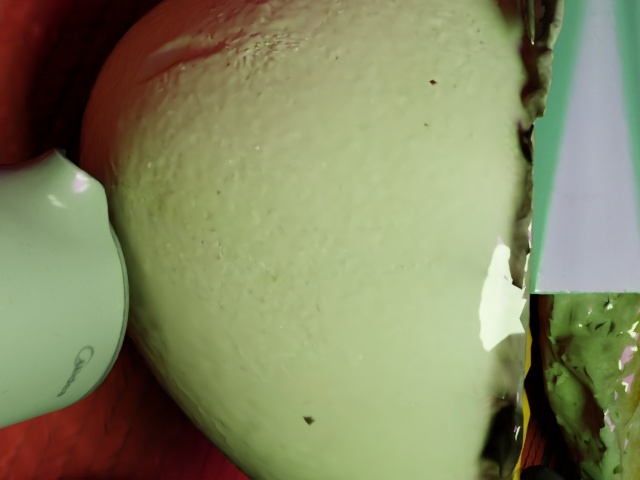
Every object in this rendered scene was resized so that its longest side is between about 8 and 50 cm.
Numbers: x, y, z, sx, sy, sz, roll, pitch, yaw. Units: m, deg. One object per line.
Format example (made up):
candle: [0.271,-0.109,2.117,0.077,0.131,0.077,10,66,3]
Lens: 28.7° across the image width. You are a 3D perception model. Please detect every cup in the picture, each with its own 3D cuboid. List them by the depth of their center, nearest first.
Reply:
cup: [0.120,-0.091,0.698,0.148,0.134,0.235,-16,110,-88]

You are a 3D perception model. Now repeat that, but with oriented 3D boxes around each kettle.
kettle: [-0.138,0.034,0.380,0.148,0.098,0.127,-6,99,-59]

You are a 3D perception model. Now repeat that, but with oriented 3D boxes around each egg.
egg: [0.000,-0.005,0.517,0.286,0.174,0.264,82,12,-61]

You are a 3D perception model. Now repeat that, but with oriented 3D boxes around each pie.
pie: [0.294,0.034,0.954,0.395,0.180,0.418,24,87,-57]

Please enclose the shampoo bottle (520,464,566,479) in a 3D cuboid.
shampoo bottle: [0.090,0.229,0.790,0.246,0.080,0.079,-40,132,-44]
